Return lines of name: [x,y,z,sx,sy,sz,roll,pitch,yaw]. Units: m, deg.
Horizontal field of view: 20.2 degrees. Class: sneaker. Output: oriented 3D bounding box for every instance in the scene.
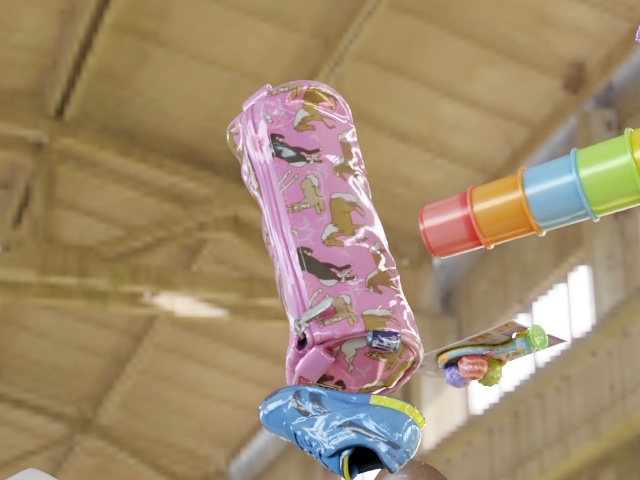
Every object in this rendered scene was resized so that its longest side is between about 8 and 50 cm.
sneaker: [0.008,0.202,1.855,0.209,0.082,0.069,2,-39,39]

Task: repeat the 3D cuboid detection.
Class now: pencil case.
pencil case: [0.000,0.000,2.082,0.160,0.386,0.167,-10,-33,-7]

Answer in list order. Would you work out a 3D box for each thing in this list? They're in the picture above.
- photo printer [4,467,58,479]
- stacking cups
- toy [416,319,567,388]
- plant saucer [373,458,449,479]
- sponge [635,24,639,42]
photo printer: [-0.296,0.367,1.874,0.256,0.107,0.307,32,15,12]
stacking cups: [0.260,-0.059,1.965,0.316,0.096,0.096,-15,-26,19]
toy: [0.252,0.193,2.789,0.137,0.056,0.237,20,-36,-39]
plant saucer: [0.119,0.381,2.323,0.036,0.198,0.198,-12,-10,-42]
sponge: [0.488,-0.221,2.120,0.210,0.031,0.117,26,21,39]
